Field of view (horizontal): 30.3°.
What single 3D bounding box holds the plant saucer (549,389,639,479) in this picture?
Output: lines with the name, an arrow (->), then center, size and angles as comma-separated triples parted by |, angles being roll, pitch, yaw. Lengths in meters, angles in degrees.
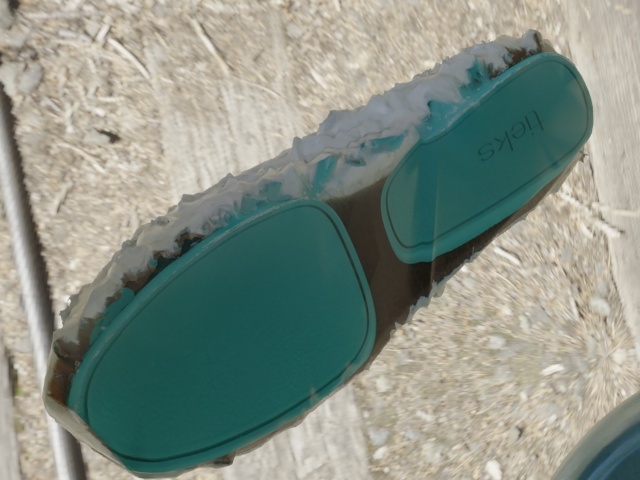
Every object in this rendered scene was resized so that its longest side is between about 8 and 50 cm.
plant saucer -> 0.222, 0.199, 0.577 | 0.317, 0.044, 0.317 | -17, 61, 33

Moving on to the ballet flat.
ballet flat -> 0.000, 0.000, 0.703 | 0.409, 0.147, 0.147 | -32, 75, -31
